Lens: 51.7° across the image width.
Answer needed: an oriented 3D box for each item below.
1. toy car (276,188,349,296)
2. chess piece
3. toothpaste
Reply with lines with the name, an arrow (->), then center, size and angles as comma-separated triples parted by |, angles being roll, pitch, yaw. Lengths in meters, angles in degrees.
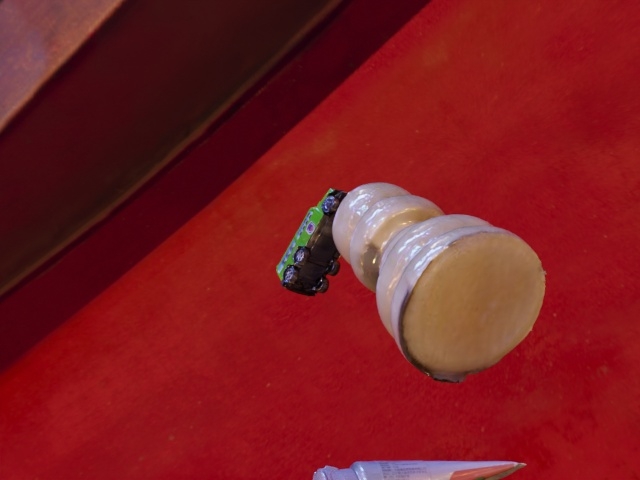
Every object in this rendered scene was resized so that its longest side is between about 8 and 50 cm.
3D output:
toy car -> 0.000, 0.000, 0.950 | 0.071, 0.062, 0.165 | 20, 106, -36
chess piece -> 0.087, 0.014, 0.664 | 0.143, 0.261, 0.142 | -8, 114, -18
toothpaste -> 0.109, 0.270, 0.741 | 0.234, 0.089, 0.057 | 0, 59, -19
